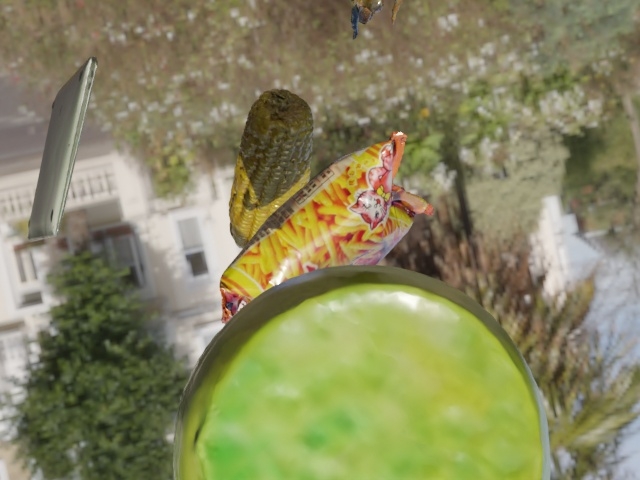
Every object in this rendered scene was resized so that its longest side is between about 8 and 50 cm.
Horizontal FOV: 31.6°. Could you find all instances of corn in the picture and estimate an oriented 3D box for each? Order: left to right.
[{"bbox_3d":[-0.077,-0.090,1.722,0.120,0.120,0.363,-13,148,-15],"label":"corn"}]

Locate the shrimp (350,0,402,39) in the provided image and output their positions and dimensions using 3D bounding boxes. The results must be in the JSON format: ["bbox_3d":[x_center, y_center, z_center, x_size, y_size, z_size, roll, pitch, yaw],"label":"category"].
[{"bbox_3d":[0.010,-0.252,0.819,0.150,0.248,0.068,13,-129,26],"label":"shrimp"}]

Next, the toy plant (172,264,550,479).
[{"bbox_3d":[0.016,0.119,0.663,0.185,0.224,0.316,25,168,2],"label":"toy plant"}]

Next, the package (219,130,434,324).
[{"bbox_3d":[0.001,0.003,1.328,0.288,0.108,0.223,-38,156,-2],"label":"package"}]

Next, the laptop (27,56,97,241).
[{"bbox_3d":[-0.288,-0.092,1.243,0.015,0.187,0.269,12,175,-19],"label":"laptop"}]
